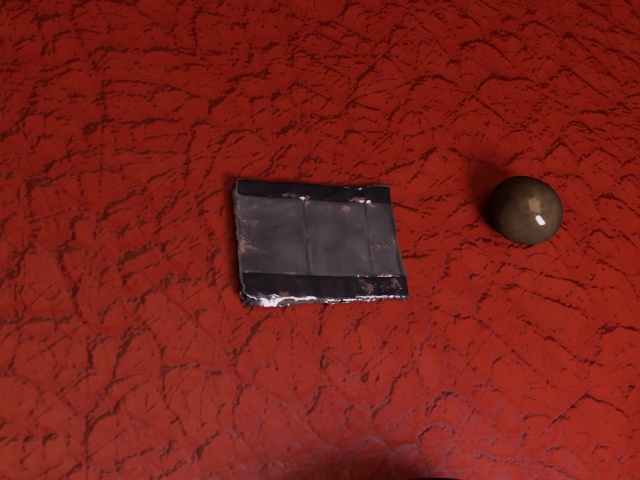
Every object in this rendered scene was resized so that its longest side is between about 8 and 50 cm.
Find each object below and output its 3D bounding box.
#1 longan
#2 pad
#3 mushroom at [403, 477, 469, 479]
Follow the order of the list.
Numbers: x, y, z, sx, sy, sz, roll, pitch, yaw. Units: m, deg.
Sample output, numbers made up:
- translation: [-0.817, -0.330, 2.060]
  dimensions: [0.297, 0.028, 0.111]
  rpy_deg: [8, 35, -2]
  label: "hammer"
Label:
- translation: [0.293, -0.045, 1.070]
  dimensions: [0.106, 0.106, 0.119]
  rpy_deg: [46, 23, 2]
  label: "longan"
- translation: [0.000, 0.000, 0.988]
  dimensions: [0.233, 0.022, 0.174]
  rpy_deg: [-1, 69, -21]
  label: "pad"
- translation: [0.137, 0.395, 0.746]
  dimensions: [0.345, 0.239, 0.345]
  rpy_deg: [5, 69, -12]
  label: "mushroom"
